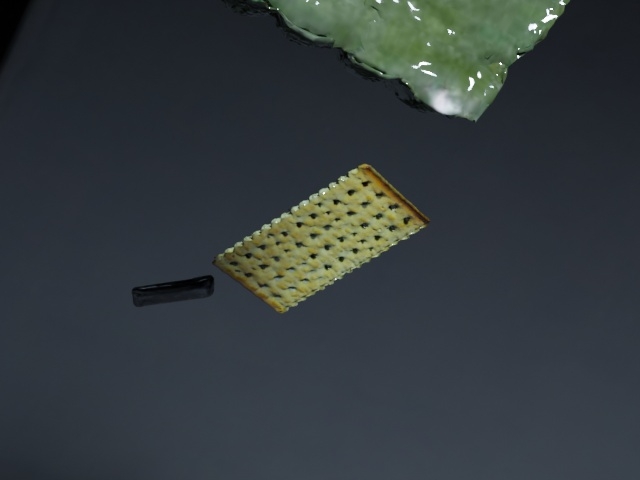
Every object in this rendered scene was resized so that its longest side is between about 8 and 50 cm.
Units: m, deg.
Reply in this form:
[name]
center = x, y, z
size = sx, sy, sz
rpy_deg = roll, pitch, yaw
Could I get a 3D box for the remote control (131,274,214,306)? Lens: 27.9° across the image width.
[remote control]
center = -0.169, 0.061, 1.486
size = 0.096, 0.039, 0.014
rpy_deg = -8, 57, -10

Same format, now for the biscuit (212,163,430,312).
[biscuit]
center = 0.000, 0.000, 1.530
size = 0.139, 0.231, 0.016
rpy_deg = 40, 29, -37

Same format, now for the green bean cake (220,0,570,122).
[green bean cake]
center = 0.046, -0.222, 0.779
size = 0.255, 0.241, 0.132
rpy_deg = 27, 2, -7
